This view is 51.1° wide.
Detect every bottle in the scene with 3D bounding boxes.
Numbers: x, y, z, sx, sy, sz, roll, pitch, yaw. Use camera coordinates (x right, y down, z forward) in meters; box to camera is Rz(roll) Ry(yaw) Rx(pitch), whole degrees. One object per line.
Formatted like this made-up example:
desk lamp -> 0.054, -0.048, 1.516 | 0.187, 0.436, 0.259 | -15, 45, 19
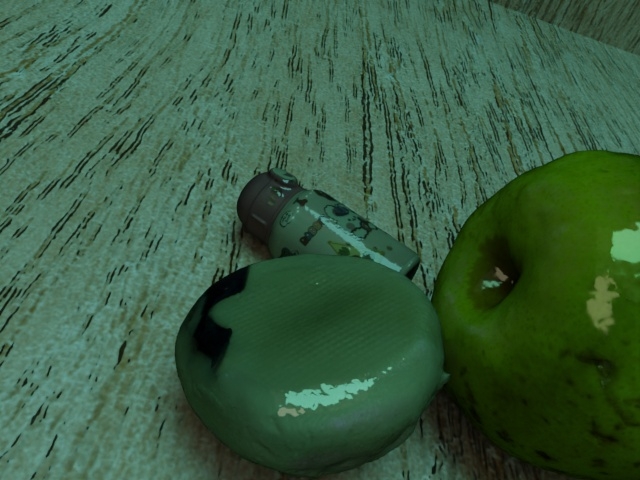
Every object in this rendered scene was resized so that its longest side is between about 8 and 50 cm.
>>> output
bottle -> 0.000, 0.000, 0.893 | 0.253, 0.120, 0.120 | 35, 41, 14

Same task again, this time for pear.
pear -> 0.330, 0.093, 0.757 | 0.390, 0.391, 0.391 | 13, 40, -11

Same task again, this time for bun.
bun -> -0.009, 0.139, 0.702 | 0.283, 0.179, 0.283 | 0, 29, 0
